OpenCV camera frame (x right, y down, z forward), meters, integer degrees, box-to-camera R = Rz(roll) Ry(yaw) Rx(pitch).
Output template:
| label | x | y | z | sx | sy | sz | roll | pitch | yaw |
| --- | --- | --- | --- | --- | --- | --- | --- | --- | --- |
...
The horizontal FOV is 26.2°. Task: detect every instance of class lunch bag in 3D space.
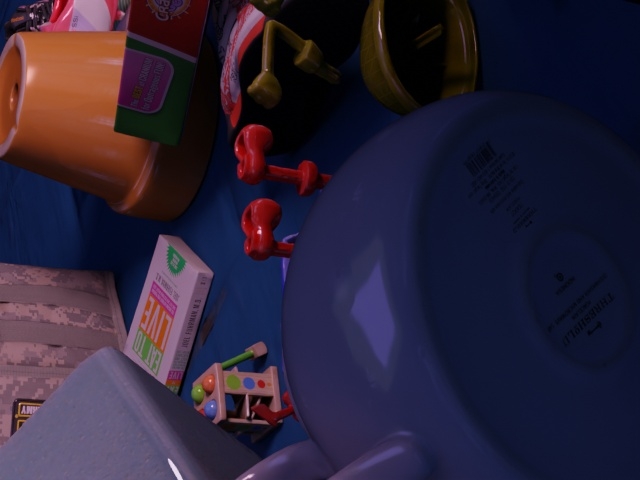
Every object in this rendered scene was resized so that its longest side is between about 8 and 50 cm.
| label | x | y | z | sx | sy | sz | roll | pitch | yaw |
| --- | --- | --- | --- | --- | --- | --- | --- | --- | --- |
| lunch bag | -0.324 | 0.168 | 1.458 | 0.169 | 0.235 | 0.287 | -61 | 35 | 38 |

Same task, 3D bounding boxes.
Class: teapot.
| label | x | y | z | sx | sy | sz | roll | pitch | yaw |
| --- | --- | --- | --- | --- | --- | --- | --- | --- | --- |
| teapot | 0.068 | 0.057 | 0.720 | 0.187 | 0.256 | 0.252 | -28 | 55 | 49 |

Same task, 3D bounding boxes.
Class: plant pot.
| label | x | y | z | sx | sy | sz | roll | pitch | yaw |
| --- | --- | --- | --- | --- | --- | --- | --- | --- | --- |
| plant pot | -0.231 | -0.131 | 1.408 | 0.205 | 0.188 | 0.205 | -24 | 62 | 59 |
| plant pot | -0.113 | 0.277 | 0.965 | 0.248 | 0.247 | 0.252 | -46 | 49 | -3 |

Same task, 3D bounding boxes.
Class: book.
| label | x | y | z | sx | sy | sz | roll | pitch | yaw |
| --- | --- | --- | --- | --- | --- | --- | --- | --- | --- |
| book | -0.151 | 0.079 | 1.377 | 0.096 | 0.035 | 0.144 | 39 | 117 | 54 |

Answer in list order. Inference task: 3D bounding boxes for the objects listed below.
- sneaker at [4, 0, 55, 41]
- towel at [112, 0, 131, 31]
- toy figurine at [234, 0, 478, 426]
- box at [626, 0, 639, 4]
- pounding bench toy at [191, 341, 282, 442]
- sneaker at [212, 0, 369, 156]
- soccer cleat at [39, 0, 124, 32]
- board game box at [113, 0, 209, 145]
| label | x | y | z | sx | sy | sz | roll | pitch | yaw |
| --- | --- | --- | --- | --- | --- | --- | --- | --- | --- |
| sneaker | -0.338 | -0.264 | 1.688 | 0.178 | 0.077 | 0.072 | -25 | 64 | 56 |
| towel | -0.270 | -0.266 | 1.683 | 0.248 | 0.038 | 0.325 | -50 | 41 | 44 |
| toy figurine | 0.000 | 0.000 | 0.953 | 0.217 | 0.191 | 0.362 | 137 | 135 | -57 |
| box | 0.072 | -0.401 | 0.598 | 0.297 | 0.471 | 0.480 | -28 | 59 | 57 |
| pounding bench toy | -0.076 | 0.125 | 1.181 | 0.052 | 0.065 | 0.083 | -44 | 45 | 50 |
| sneaker | -0.035 | -0.187 | 1.108 | 0.270 | 0.090 | 0.145 | 119 | 145 | -65 |
| soccer cleat | -0.276 | -0.196 | 1.549 | 0.083 | 0.095 | 0.248 | -6 | 78 | 59 |
| board game box | -0.115 | -0.274 | 1.211 | 0.316 | 0.064 | 0.242 | 110 | 170 | -54 |
